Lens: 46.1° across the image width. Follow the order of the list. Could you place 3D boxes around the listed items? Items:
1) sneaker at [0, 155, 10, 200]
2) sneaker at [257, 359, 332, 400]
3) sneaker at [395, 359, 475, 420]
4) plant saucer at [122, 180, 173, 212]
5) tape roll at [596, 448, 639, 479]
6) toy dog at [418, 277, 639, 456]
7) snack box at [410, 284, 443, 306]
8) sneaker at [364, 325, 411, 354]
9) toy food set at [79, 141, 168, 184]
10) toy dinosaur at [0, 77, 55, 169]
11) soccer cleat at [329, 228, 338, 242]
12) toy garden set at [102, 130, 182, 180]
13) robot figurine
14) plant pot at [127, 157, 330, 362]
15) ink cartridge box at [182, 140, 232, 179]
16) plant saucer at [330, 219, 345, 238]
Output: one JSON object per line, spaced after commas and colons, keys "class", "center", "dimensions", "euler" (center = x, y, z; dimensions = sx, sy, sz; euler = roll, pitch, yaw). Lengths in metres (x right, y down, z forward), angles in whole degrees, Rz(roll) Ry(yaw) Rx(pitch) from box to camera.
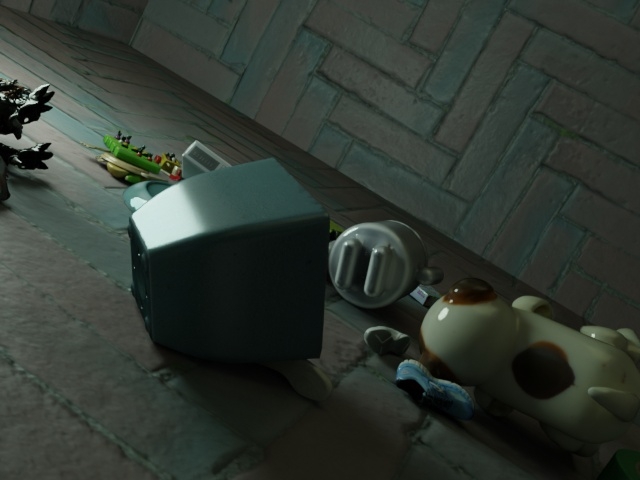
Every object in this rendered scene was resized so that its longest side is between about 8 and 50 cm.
{"class": "sneaker", "center": [-0.565, -0.130, 1.268], "dimensions": [0.158, 0.061, 0.065], "euler": [68, 12, 19]}
{"class": "sneaker", "center": [-0.035, 0.194, 1.203], "dimensions": [0.152, 0.058, 0.084], "euler": [27, 20, 19]}
{"class": "sneaker", "center": [0.206, 0.291, 1.391], "dimensions": [0.162, 0.063, 0.073], "euler": [28, 31, 11]}
{"class": "plant saucer", "center": [-0.282, -0.053, 1.667], "dimensions": [0.317, 0.043, 0.317], "euler": [27, 13, -7]}
{"class": "tape roll", "center": [0.685, 0.529, 1.423], "dimensions": [0.321, 0.077, 0.321], "euler": [28, 12, -7]}
{"class": "toy dog", "center": [0.388, 0.248, 1.479], "dimensions": [0.408, 0.284, 0.395], "euler": [24, 11, 6]}
{"class": "snack box", "center": [0.283, 0.139, 2.145], "dimensions": [0.100, 0.037, 0.141], "euler": [15, 19, -45]}
{"class": "sneaker", "center": [0.125, 0.203, 1.551], "dimensions": [0.061, 0.053, 0.152], "euler": [27, 3, 37]}
{"class": "toy food set", "center": [-0.460, -0.167, 1.752], "dimensions": [0.192, 0.038, 0.132], "euler": [27, 5, 15]}
{"class": "toy dinosaur", "center": [-0.628, -0.218, 1.412], "dimensions": [0.218, 0.164, 0.322], "euler": [15, 51, 4]}
{"class": "soccer cleat", "center": [0.000, 0.000, 1.994], "dimensions": [0.060, 0.072, 0.179], "euler": [32, 13, 13]}
{"class": "toy garden set", "center": [-0.422, -0.210, 1.871], "dimensions": [0.204, 0.049, 0.244], "euler": [23, 5, -28]}
{"class": "robot figurine", "center": [0.144, 0.053, 1.813], "dimensions": [0.300, 0.200, 0.353], "euler": [18, 9, 19]}
{"class": "plant pot", "center": [-0.153, 0.037, 1.142], "dimensions": [0.252, 0.248, 0.247], "euler": [-7, 29, -22]}
{"class": "ink cartridge box", "center": [-0.208, -0.093, 1.796], "dimensions": [0.275, 0.060, 0.239], "euler": [36, -22, 3]}
{"class": "plant saucer", "center": [-0.040, -0.059, 2.198], "dimensions": [0.188, 0.045, 0.188], "euler": [37, 15, 32]}
